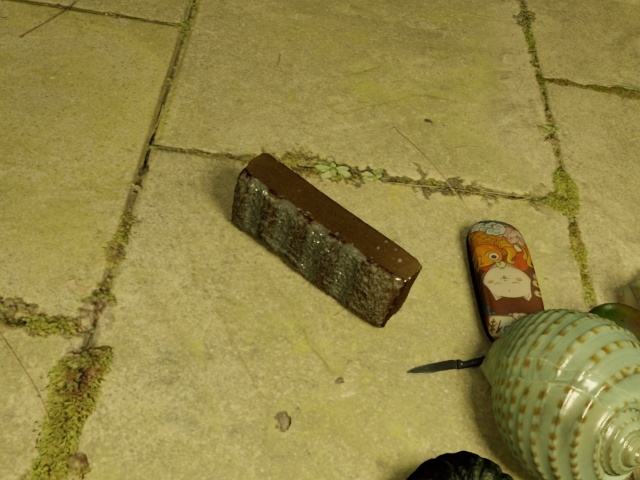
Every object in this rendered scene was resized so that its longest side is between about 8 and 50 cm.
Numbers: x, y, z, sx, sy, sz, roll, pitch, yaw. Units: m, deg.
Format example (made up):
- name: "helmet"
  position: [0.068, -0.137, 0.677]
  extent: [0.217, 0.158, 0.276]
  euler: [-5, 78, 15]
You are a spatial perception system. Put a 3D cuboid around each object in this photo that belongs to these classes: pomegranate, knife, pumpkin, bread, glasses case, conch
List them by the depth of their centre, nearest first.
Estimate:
- name: "pumpkin"
  position: [0.221, 0.440, 1.123]
  extent: [0.221, 0.161, 0.220]
  euler: [3, 46, -3]
- name: "conch"
  position: [0.412, 0.257, 1.243]
  extent: [0.319, 0.215, 0.302]
  euler: [30, 91, 29]
- name: "knife"
  position: [0.247, 0.240, 1.396]
  extent: [0.170, 0.010, 0.023]
  euler: [-6, 52, -14]
- name: "pomegranate"
  position: [0.545, 0.203, 1.398]
  extent: [0.180, 0.179, 0.210]
  euler: [-31, 23, -31]
- name: "bread"
  position: [0.000, 0.000, 1.452]
  extent: [0.417, 0.165, 0.113]
  euler: [35, 51, 19]
- name: "glasses case"
  position: [0.382, 0.087, 1.504]
  extent: [0.122, 0.082, 0.321]
  euler: [5, 49, -9]

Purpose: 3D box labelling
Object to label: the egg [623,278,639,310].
- name: "egg"
  position: [0.716, 0.149, 1.442]
  extent: [0.206, 0.161, 0.271]
  euler: [30, 6, 9]
